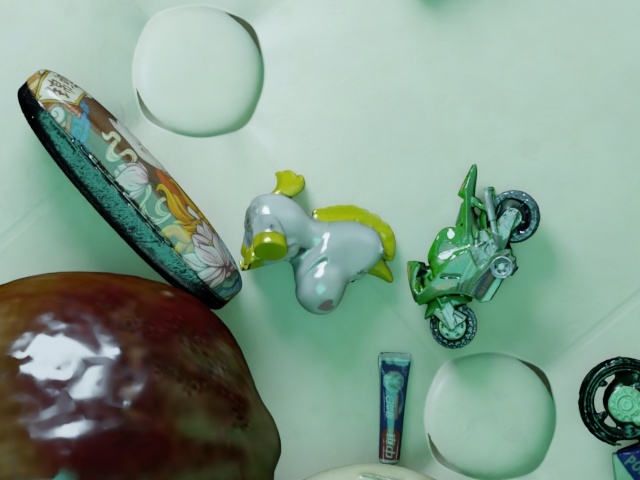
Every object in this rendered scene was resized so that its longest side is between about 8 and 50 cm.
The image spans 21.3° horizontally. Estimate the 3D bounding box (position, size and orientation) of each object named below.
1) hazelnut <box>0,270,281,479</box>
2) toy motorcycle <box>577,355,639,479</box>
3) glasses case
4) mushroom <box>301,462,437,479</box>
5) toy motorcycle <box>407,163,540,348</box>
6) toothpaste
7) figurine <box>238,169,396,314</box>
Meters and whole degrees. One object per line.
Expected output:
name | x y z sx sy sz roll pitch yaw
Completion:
hazelnut | -0.242 0.231 1.735 0.421 0.353 0.421 -10 68 25
toy motorcycle | 0.401 0.274 1.828 0.196 0.125 0.331 -15 91 6
glasses case | -0.204 -0.055 1.823 0.082 0.122 0.321 -42 92 8
mushroom | 0.038 0.418 1.797 0.315 0.315 0.356 34 63 0
toy motorcycle | 0.157 0.020 1.842 0.106 0.074 0.190 30 97 8
toothpaste | 0.079 0.194 1.884 0.037 0.021 0.140 3 93 -2
figurine | -0.001 0.008 1.839 0.178 0.109 0.129 31 73 -4
